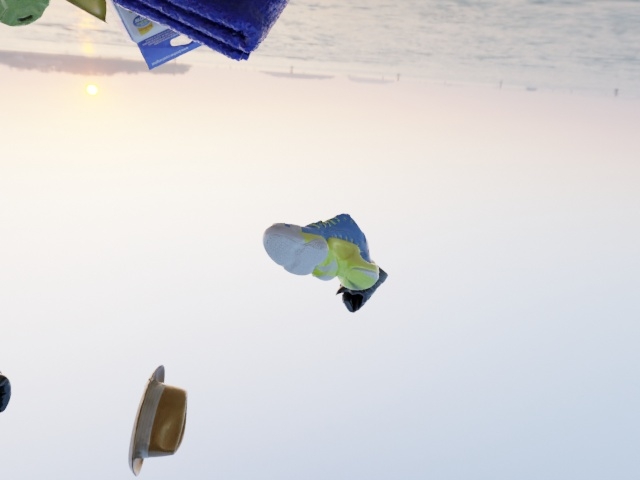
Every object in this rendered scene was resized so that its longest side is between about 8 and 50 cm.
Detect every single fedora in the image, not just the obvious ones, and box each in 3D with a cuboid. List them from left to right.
[{"bbox_3d":[-0.288,0.330,0.855,0.079,0.194,0.194,9,-161,-6],"label":"fedora"}]

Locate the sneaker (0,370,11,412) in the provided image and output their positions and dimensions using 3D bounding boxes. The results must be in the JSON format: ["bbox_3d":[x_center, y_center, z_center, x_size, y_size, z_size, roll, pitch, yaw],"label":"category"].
[{"bbox_3d":[-0.296,0.107,0.392,0.084,0.058,0.152,5,-136,-8],"label":"sneaker"}]

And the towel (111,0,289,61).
[{"bbox_3d":[-0.127,-0.366,0.604,0.227,0.076,0.308,22,-124,0],"label":"towel"}]

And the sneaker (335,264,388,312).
[{"bbox_3d":[0.078,0.107,1.211,0.087,0.130,0.227,41,173,-20],"label":"sneaker"}]

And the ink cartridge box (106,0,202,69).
[{"bbox_3d":[-0.297,-0.479,0.794,0.185,0.311,0.065,-37,-142,-21],"label":"ink cartridge box"}]

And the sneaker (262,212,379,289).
[{"bbox_3d":[0.000,0.000,0.803,0.240,0.091,0.126,28,-136,-36],"label":"sneaker"}]

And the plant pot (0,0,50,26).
[{"bbox_3d":[-0.259,-0.215,0.366,0.079,0.083,0.083,45,-150,8],"label":"plant pot"}]

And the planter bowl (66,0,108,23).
[{"bbox_3d":[-0.394,-0.414,0.666,0.217,0.090,0.217,31,-170,-6],"label":"planter bowl"}]
